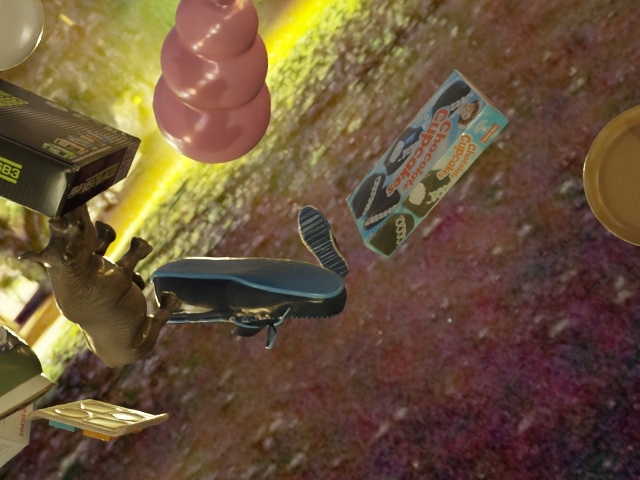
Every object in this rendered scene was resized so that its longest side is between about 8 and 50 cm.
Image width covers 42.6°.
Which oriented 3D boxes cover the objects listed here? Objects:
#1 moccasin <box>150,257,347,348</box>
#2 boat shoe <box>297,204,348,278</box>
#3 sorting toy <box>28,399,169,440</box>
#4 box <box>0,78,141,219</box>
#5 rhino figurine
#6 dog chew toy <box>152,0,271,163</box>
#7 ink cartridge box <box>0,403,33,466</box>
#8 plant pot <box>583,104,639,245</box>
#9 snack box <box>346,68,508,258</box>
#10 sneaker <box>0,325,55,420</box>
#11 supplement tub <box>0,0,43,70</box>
[{"bbox_3d":[-0.110,0.095,1.319,0.341,0.117,0.137,5,19,30],"label":"moccasin"},{"bbox_3d":[0.000,0.000,1.771,0.066,0.183,0.066,-24,20,3],"label":"boat shoe"},{"bbox_3d":[-0.426,0.349,1.590,0.193,0.208,0.038,16,-100,-74],"label":"sorting toy"},{"bbox_3d":[-0.241,-0.084,0.597,0.191,0.184,0.045,-85,21,-78],"label":"box"},{"bbox_3d":[-0.214,0.038,0.796,0.073,0.243,0.106,12,58,21],"label":"rhino figurine"},{"bbox_3d":[-0.175,-0.283,1.365,0.332,0.206,0.207,104,-170,-52],"label":"dog chew toy"},{"bbox_3d":[-0.648,0.332,1.537,0.127,0.176,0.128,-39,40,30],"label":"ink cartridge box"},{"bbox_3d":[0.535,-0.102,1.282,0.236,0.236,0.032,-47,-24,12],"label":"plant pot"},{"bbox_3d":[0.181,-0.139,1.473,0.322,0.060,0.187,-50,26,18],"label":"snack box"},{"bbox_3d":[-0.349,0.145,0.753,0.192,0.086,0.064,-28,-5,-39],"label":"sneaker"},{"bbox_3d":[-0.477,-0.299,1.110,0.199,0.144,0.144,10,60,50],"label":"supplement tub"}]
